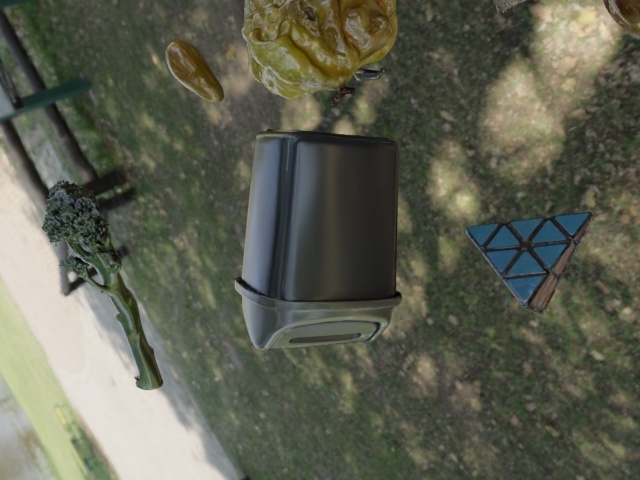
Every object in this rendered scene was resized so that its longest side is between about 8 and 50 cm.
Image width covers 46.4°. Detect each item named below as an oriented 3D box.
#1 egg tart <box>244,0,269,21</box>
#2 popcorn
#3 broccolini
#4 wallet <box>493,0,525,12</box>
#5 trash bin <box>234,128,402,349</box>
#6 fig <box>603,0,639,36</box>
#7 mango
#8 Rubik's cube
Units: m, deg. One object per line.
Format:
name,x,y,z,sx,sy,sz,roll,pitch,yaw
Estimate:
egg tart,-0.030,-0.572,1.875,0.150,0.351,0.352,-17,100,55
popcorn,0.000,-0.392,1.367,0.316,0.297,0.281,-139,25,-80
broccolini,-0.280,0.088,0.988,0.079,0.073,0.392,51,156,44
wallet,0.384,-0.620,1.658,0.221,0.071,0.262,52,-170,-10
trash bin,0.000,0.000,1.008,0.182,0.209,0.291,-159,71,-64
fig,0.434,-0.276,0.792,0.256,0.159,0.159,18,144,-6
mango,-0.299,-0.395,1.761,0.184,0.084,0.102,53,-178,14
Rubik's cube,0.322,0.042,1.277,0.178,0.211,0.191,32,151,28
